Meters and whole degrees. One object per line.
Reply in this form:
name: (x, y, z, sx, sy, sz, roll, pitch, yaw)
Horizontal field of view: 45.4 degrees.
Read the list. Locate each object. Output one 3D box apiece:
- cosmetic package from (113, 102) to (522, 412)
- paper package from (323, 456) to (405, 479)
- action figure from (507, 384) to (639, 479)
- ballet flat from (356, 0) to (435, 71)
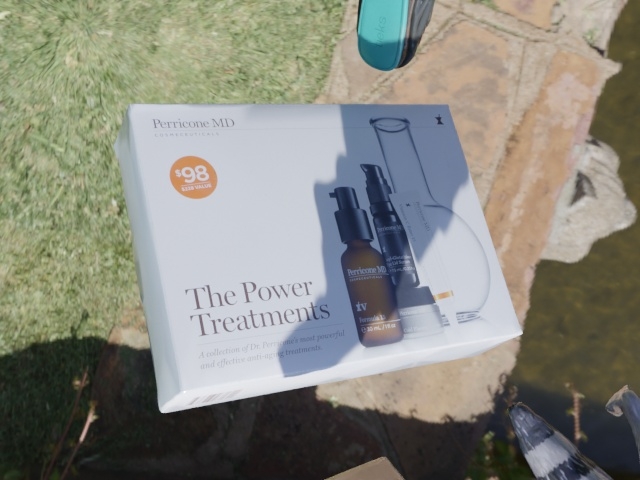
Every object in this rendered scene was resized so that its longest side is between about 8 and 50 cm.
cosmetic package: (0.000, 0.000, 0.800, 0.378, 0.097, 0.284, -6, 69, -27)
paper package: (0.054, 0.438, 0.836, 0.310, 0.325, 0.168, 2, 128, -52)
action figure: (0.190, 0.274, 0.449, 0.341, 0.330, 0.178, -26, 135, -15)
ballet flat: (0.087, -0.294, 0.753, 0.095, 0.280, 0.096, 33, 60, 13)
